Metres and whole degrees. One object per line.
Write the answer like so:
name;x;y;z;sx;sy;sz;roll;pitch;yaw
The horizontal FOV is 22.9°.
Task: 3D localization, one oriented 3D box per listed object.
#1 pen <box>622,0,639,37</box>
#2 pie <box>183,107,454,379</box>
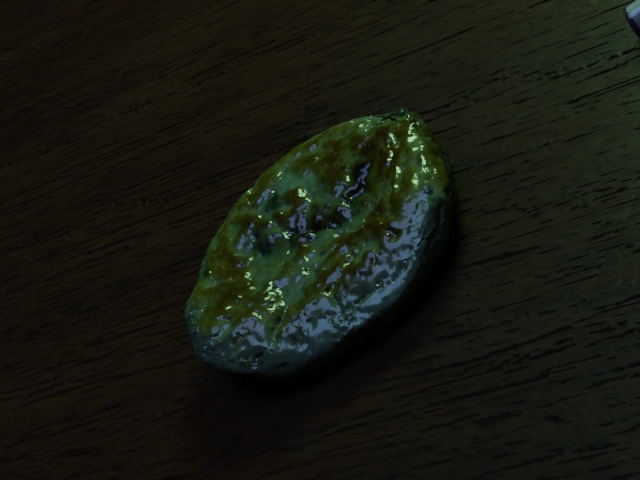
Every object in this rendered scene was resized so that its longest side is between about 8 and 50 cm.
pen;0.294;-0.205;1.061;0.204;0.025;0.025;-35;33;15
pie;0.000;0.000;1.138;0.240;0.054;0.240;-29;34;22
